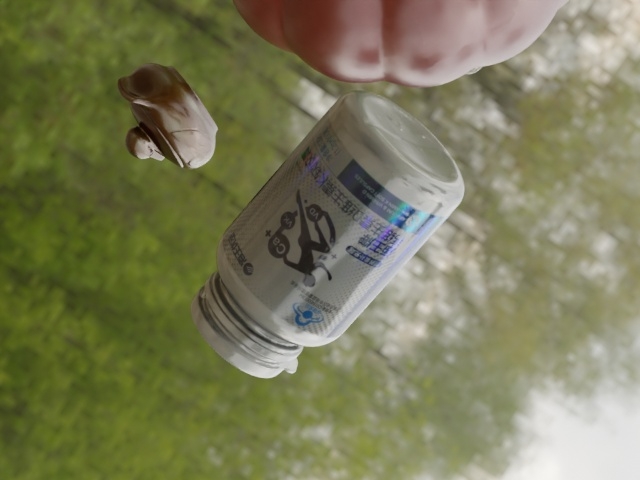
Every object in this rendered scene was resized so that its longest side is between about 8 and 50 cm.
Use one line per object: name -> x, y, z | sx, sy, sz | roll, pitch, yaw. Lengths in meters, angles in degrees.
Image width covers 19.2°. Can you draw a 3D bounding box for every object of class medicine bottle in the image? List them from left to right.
medicine bottle -> 0.000, 0.000, 1.273 | 0.191, 0.107, 0.107 | -49, -169, 21

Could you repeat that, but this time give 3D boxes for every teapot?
teapot -> -0.146, -0.109, 1.721 | 0.078, 0.098, 0.129 | -38, 150, -5

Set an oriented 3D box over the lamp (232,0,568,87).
lamp -> 0.045, -0.195, 1.044 | 0.227, 0.227, 0.227 | -55, -171, 13
